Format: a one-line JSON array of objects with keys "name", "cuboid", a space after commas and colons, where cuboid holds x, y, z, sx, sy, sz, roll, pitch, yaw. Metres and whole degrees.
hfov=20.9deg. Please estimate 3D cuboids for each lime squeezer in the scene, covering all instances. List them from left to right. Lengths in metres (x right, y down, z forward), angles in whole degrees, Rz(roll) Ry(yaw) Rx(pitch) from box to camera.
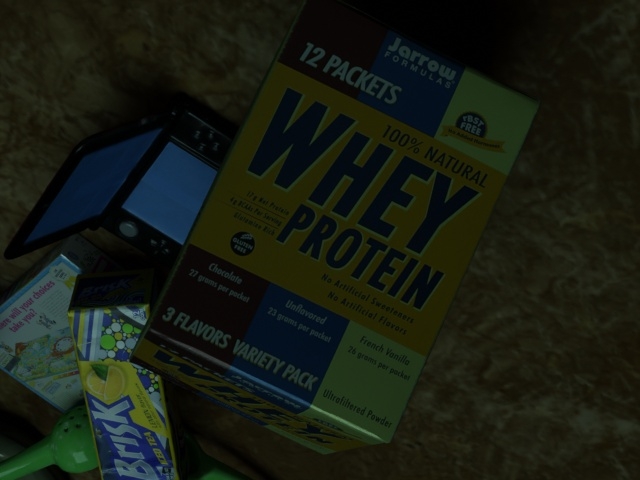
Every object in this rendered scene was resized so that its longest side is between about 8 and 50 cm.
[{"name": "lime squeezer", "cuboid": [-0.144, 0.180, 1.329, 0.310, 0.059, 0.110, 5, 112, -8]}]

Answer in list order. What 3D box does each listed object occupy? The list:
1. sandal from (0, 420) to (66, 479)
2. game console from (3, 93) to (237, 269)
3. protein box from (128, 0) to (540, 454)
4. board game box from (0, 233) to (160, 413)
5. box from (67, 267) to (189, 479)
[{"name": "sandal", "cuboid": [-0.241, 0.271, 1.472, 0.120, 0.086, 0.303, -8, 129, 29]}, {"name": "game console", "cuboid": [-0.116, -0.019, 1.130, 0.124, 0.085, 0.144, 32, 137, -10]}, {"name": "protein box", "cuboid": [0.000, 0.000, 0.964, 0.136, 0.200, 0.201, 26, 168, -4]}, {"name": "board game box", "cuboid": [-0.185, 0.064, 1.284, 0.103, 0.026, 0.154, 38, 135, -17]}, {"name": "box", "cuboid": [-0.134, 0.106, 1.227, 0.059, 0.054, 0.169, -5, 117, 4]}]
